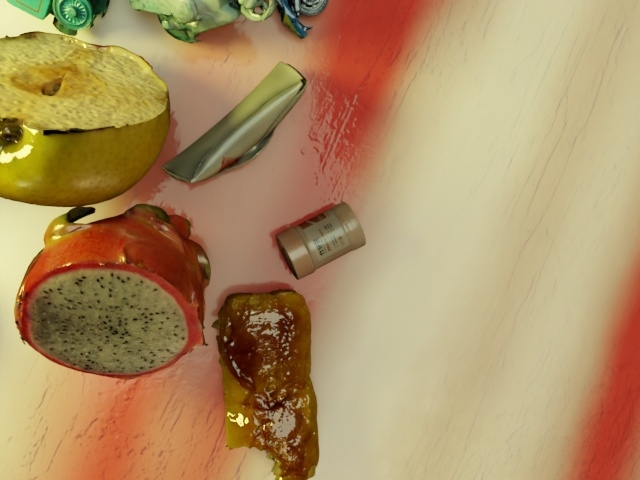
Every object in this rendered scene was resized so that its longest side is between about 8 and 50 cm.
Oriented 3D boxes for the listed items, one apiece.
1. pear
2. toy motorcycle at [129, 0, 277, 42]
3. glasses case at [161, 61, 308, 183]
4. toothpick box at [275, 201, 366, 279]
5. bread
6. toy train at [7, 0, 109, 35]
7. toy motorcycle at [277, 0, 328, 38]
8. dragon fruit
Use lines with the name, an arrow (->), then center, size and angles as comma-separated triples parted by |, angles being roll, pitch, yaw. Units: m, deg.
pear -> -0.413, -0.171, 0.883 | 0.340, 0.387, 0.192 | 12, 121, -8
toy motorcycle -> -0.207, -0.448, 0.954 | 0.154, 0.260, 0.206 | -57, 133, -41
glasses case -> -0.141, -0.198, 1.039 | 0.308, 0.128, 0.083 | -43, 124, -7
toothpick box -> 0.000, 0.000, 1.092 | 0.148, 0.098, 0.099 | -27, 98, -10
bread -> -0.101, 0.284, 1.083 | 0.185, 0.109, 0.381 | -6, 96, -12
toy train -> -0.427, -0.455, 0.938 | 0.162, 0.112, 0.203 | 25, 122, -21
toy motorcycle -> -0.097, -0.497, 1.054 | 0.254, 0.092, 0.135 | 41, 93, -20
dragon fruit -> -0.326, 0.065, 0.950 | 0.305, 0.226, 0.306 | -3, 133, -3
